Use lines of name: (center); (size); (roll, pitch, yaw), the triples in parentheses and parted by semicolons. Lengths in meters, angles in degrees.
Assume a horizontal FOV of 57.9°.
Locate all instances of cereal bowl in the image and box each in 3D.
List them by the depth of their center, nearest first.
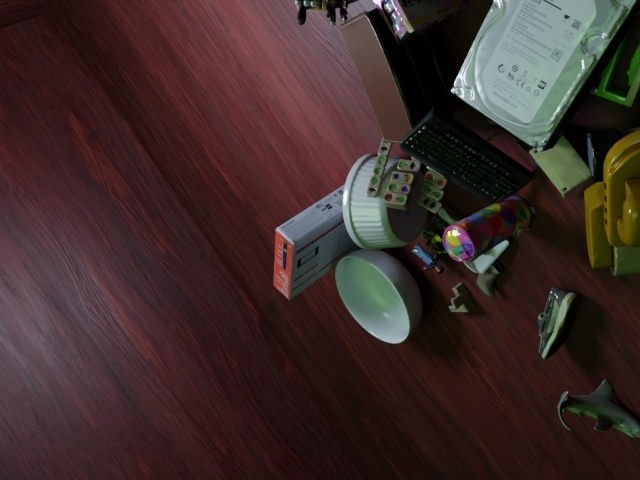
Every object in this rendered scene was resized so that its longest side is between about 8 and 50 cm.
cereal bowl: (0.212, 0.165, 1.925); (0.339, 0.141, 0.339); (37, 147, 30)

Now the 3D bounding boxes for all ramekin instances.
ramekin: (0.190, -0.102, 1.580); (0.127, 0.273, 0.272); (7, 125, 41)

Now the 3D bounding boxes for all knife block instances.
knife block: (-0.024, -0.613, 1.393); (0.276, 0.242, 0.088); (38, 144, 30)

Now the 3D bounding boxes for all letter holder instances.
letter holder: (0.191, -0.388, 1.318); (0.301, 0.152, 0.214); (65, 173, -16)

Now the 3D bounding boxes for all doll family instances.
doll family: (0.338, 0.018, 1.667); (0.111, 0.076, 0.193); (41, 153, 17)

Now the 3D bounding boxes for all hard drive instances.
hard drive: (0.408, -0.366, 1.057); (0.237, 0.064, 0.339); (44, 132, 26)

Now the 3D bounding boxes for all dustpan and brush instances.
dustpan and brush: (0.385, -0.023, 1.548); (0.211, 0.060, 0.147); (57, 142, 26)

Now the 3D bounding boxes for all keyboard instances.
keyboard: (0.350, -0.197, 1.268); (0.317, 0.033, 0.201); (25, 129, -26)

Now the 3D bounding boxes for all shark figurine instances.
shark figurine: (0.690, 0.406, 1.466); (0.166, 0.278, 0.116); (-123, 51, -71)

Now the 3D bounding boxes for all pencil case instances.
pencil case: (0.400, -0.028, 1.366); (0.104, 0.236, 0.104); (39, 141, 41)

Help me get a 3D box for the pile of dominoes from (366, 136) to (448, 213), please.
pile of dominoes: (0.228, -0.198, 1.436); (0.196, 0.251, 0.040); (12, 167, 23)

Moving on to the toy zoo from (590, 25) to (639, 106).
toy zoo: (0.478, -0.390, 1.082); (0.293, 0.030, 0.192); (36, 145, 32)

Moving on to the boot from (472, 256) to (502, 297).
boot: (0.464, 0.095, 1.581); (0.118, 0.042, 0.087); (54, 149, 2)

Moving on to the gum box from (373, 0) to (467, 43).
gum box: (0.208, -0.498, 1.216); (0.107, 0.188, 0.062); (59, 151, -3)

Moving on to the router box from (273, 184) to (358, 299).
router box: (0.000, 0.000, 1.876); (0.082, 0.335, 0.301); (41, 147, 24)

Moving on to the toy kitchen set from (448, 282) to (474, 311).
toy kitchen set: (0.399, 0.180, 1.733); (0.075, 0.068, 0.083); (-11, 109, 59)

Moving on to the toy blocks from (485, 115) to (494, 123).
toy blocks: (0.415, -0.313, 1.229); (0.148, 0.054, 0.123); (6, 125, 54)

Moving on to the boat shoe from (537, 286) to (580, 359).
boat shoe: (0.591, 0.207, 1.470); (0.073, 0.080, 0.223); (40, 142, 37)

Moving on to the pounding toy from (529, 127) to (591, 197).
pounding toy: (0.500, -0.154, 1.197); (0.100, 0.141, 0.130); (-39, 85, 32)

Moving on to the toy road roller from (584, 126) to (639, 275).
toy road roller: (0.581, -0.043, 1.002); (0.203, 0.240, 0.329); (-6, 124, 20)
